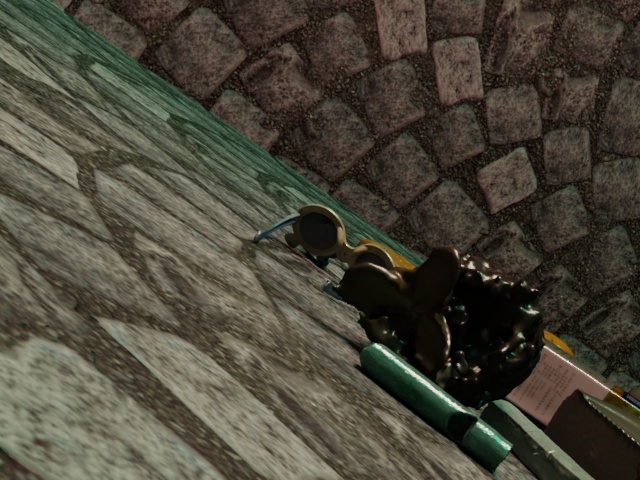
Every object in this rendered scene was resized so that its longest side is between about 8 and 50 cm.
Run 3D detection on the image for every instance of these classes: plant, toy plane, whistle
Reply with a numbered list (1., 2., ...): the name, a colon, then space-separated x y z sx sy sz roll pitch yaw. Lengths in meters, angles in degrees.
1. plant: 0.161 0.100 1.376 0.204 0.178 0.234 40 1 31
2. toy plane: 0.000 0.000 1.839 0.062 0.054 0.167 46 -6 -13
3. whistle: 0.120 0.172 1.236 0.186 0.039 0.039 38 6 12

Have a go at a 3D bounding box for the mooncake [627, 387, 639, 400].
1. mooncake: 0.669 0.396 2.227 0.275 0.135 0.275 35 2 -1

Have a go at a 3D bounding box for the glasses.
1. glasses: 0.011 0.012 1.649 0.190 0.088 0.220 38 6 15

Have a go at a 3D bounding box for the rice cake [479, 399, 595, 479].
1. rice cake: 0.271 0.263 1.371 0.045 0.042 0.245 19 13 -33

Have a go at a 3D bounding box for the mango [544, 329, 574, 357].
1. mango: 0.355 0.195 2.090 0.219 0.112 0.145 35 7 32

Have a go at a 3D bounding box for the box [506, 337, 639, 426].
1. box: 0.381 0.237 1.822 0.299 0.106 0.200 33 5 17

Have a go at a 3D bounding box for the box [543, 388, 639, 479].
1. box: 0.407 0.304 1.470 0.178 0.138 0.274 28 5 -17

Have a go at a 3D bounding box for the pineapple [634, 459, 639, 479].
1. pineapple: 0.377 0.308 0.976 0.202 0.202 0.362 35 16 -6

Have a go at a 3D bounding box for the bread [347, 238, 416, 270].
1. bread: 0.128 0.073 1.915 0.116 0.077 0.200 34 7 -35
